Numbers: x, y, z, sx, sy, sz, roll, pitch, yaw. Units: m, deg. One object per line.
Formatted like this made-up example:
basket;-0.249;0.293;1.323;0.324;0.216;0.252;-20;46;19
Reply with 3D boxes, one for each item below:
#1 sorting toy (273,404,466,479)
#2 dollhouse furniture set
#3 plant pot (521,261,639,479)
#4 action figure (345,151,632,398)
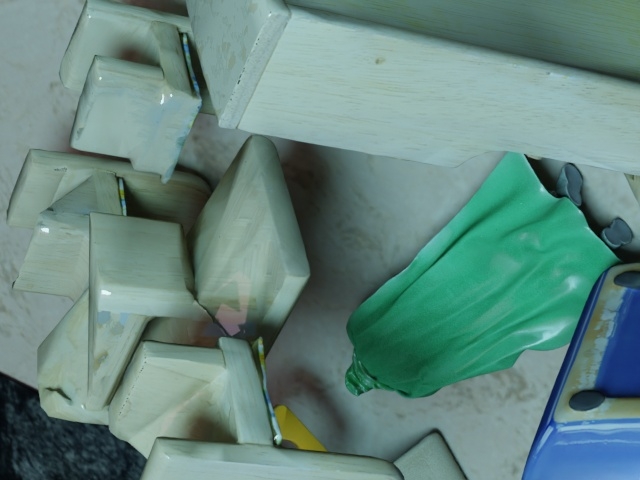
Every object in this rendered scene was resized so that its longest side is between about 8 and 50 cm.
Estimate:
sorting toy;0.049;0.259;1.062;0.347;0.196;0.047;60;156;-12
dollhouse furniture set;0.000;0.000;0.864;0.256;0.362;0.394;9;132;-24
plant pot;0.245;0.135;0.825;0.236;0.236;0.212;-5;117;26
action figure;0.094;0.041;0.981;0.137;0.063;0.232;49;124;-6
